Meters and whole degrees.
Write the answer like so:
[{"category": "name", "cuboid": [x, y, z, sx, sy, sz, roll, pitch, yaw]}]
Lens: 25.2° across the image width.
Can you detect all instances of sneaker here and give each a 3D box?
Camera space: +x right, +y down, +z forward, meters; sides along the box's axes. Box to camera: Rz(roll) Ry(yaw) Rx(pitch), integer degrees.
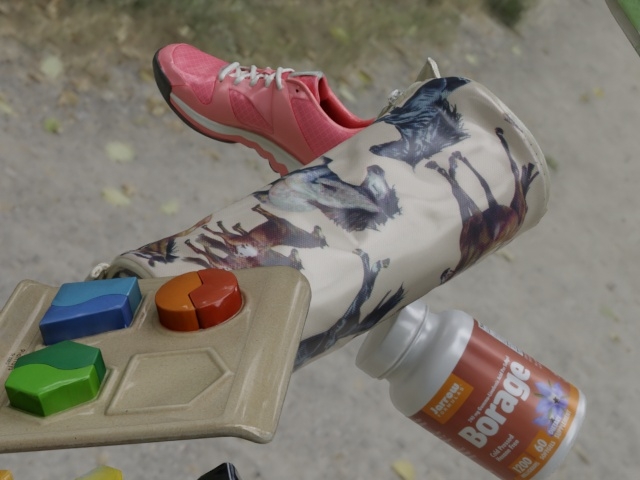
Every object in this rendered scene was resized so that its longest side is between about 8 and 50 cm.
[{"category": "sneaker", "cuboid": [-0.054, -0.172, 1.750, 0.314, 0.136, 0.116, 32, 33, 1]}]

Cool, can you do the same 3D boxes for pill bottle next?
[{"category": "pill bottle", "cuboid": [0.148, 0.147, 1.437, 0.216, 0.121, 0.121, 33, 24, -7]}]

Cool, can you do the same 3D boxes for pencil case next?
[{"category": "pencil case", "cuboid": [0.000, 0.000, 1.269, 0.410, 0.160, 0.183, -30, 64, -24]}]

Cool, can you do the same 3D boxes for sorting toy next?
[{"category": "sorting toy", "cuboid": [-0.138, 0.096, 0.963, 0.229, 0.041, 0.307, -2, 28, 9]}]

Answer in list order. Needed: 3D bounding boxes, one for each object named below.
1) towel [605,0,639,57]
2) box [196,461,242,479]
[{"category": "towel", "cuboid": [0.118, -0.203, 0.382, 0.038, 0.248, 0.325, -4, 57, -54]}, {"category": "box", "cuboid": [-0.116, 0.386, 0.963, 0.343, 0.312, 0.179, 62, 1, -20]}]
